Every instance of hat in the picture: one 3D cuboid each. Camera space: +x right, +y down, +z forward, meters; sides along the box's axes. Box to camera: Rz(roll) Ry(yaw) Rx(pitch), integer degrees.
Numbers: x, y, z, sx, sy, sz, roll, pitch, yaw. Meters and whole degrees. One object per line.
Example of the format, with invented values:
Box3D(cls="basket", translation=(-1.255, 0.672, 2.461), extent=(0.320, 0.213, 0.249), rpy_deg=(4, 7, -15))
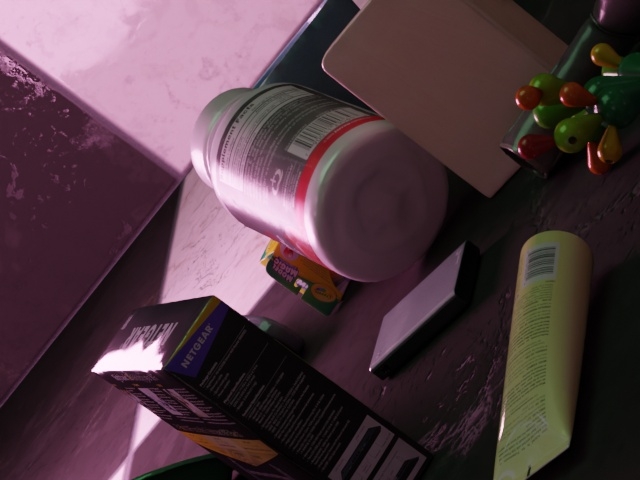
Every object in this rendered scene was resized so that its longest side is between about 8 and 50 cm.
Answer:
Box3D(cls="hat", translation=(-0.139, 0.341, 1.926), extent=(0.208, 0.184, 0.173), rpy_deg=(-4, -23, -47))

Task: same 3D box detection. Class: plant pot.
Box3D(cls="plant pot", translation=(0.005, -0.153, 2.304), extent=(0.290, 0.195, 0.290), rpy_deg=(-51, 6, 7))

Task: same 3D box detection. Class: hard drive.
Box3D(cls="hard drive", translation=(0.104, 0.069, 1.774), extent=(0.135, 0.022, 0.094), rpy_deg=(-45, 15, 34))

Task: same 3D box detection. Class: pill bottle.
Box3D(cls="pill bottle", translation=(-0.015, -0.079, 2.010), extent=(0.176, 0.176, 0.318), rpy_deg=(-55, 36, -6))

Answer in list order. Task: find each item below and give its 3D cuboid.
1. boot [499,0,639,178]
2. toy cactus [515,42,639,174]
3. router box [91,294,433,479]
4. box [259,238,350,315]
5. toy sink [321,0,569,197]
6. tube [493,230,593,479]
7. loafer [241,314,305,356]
Box3D(cls="boot", translation=(0.243, -0.166, 1.690), extent=(0.208, 0.076, 0.189), rpy_deg=(-47, -23, 0))
Box3D(cls="toy cactus", translation=(0.266, -0.120, 1.540), extent=(0.180, 0.112, 0.219), rpy_deg=(-18, 2, 28))
Box3D(cls="router box", translation=(-0.063, 0.155, 1.644), extent=(0.081, 0.243, 0.309), rpy_deg=(-57, 14, -14))
Box3D(cls="box", translation=(0.000, 0.000, 2.147), extent=(0.043, 0.105, 0.179), rpy_deg=(-35, 23, 52))
Box3D(cls="toy sink", translation=(0.137, -0.188, 1.859), extent=(0.153, 0.234, 0.131), rpy_deg=(-48, 14, 25))
Box3D(cls="tube", translation=(0.174, 0.094, 1.393), extent=(0.240, 0.062, 0.070), rpy_deg=(-75, -20, -47))
Box3D(cls="loafer", translation=(-0.106, 0.143, 2.191), extent=(0.084, 0.096, 0.267), rpy_deg=(-63, 17, -15))
